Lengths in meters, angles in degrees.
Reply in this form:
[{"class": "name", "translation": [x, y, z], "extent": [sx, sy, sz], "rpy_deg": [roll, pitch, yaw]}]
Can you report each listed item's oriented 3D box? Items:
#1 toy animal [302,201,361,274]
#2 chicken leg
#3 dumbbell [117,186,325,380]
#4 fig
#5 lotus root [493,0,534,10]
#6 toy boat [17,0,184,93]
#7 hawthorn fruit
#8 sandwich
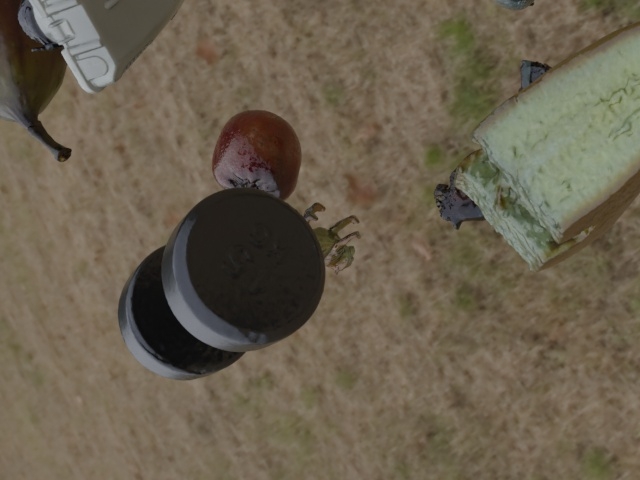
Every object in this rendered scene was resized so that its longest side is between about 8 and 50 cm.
[{"class": "toy animal", "translation": [0.000, 0.000, 1.448], "extent": [0.099, 0.241, 0.056], "rpy_deg": [-45, 60, 20]}, {"class": "chicken leg", "translation": [0.246, -0.121, 1.245], "extent": [0.106, 0.253, 0.051], "rpy_deg": [32, 175, 8]}, {"class": "dumbbell", "translation": [-0.144, 0.070, 1.286], "extent": [0.203, 0.204, 0.322], "rpy_deg": [60, 151, 3]}, {"class": "fig", "translation": [-0.383, -0.212, 1.198], "extent": [0.274, 0.170, 0.145], "rpy_deg": [64, 147, 16]}, {"class": "lotus root", "translation": [0.319, -0.453, 1.628], "extent": [0.165, 0.088, 0.088], "rpy_deg": [31, 180, -43]}, {"class": "toy boat", "translation": [-0.200, -0.250, 0.889], "extent": [0.269, 0.141, 0.140], "rpy_deg": [-83, -12, -54]}, {"class": "hawthorn fruit", "translation": [-0.111, -0.159, 1.684], "extent": [0.169, 0.169, 0.188], "rpy_deg": [113, 166, -58]}, {"class": "sandwich", "translation": [0.205, -0.073, 0.774], "extent": [0.122, 0.128, 0.235], "rpy_deg": [57, 170, 16]}]
